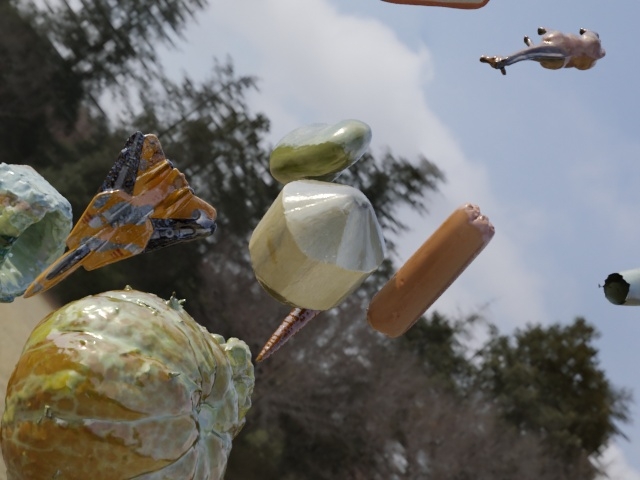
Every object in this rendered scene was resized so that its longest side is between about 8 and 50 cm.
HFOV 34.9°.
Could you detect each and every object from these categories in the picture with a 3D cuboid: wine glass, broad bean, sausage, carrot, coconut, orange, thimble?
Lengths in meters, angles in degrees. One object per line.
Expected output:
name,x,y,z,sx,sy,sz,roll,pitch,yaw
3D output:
wine glass,0.543,0.069,1.592,0.074,0.262,0.074,5,-84,57
broad bean,-0.005,-0.165,1.872,0.121,0.189,0.263,66,-18,0
sausage,0.187,0.056,1.758,0.086,0.289,0.086,35,21,-16
carrot,-0.048,0.151,1.860,0.048,0.216,0.048,32,-33,24
coconut,0.000,0.000,1.653,0.202,0.222,0.202,28,33,-20
orange,-0.242,0.223,1.258,0.329,0.249,0.329,-7,90,-69
thimble,-0.645,-0.017,2.102,0.167,0.254,0.288,37,-57,16

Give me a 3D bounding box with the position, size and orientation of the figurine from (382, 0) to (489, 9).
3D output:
figurine,0.138,-0.436,1.308,0.226,0.160,0.183,-102,-161,-47

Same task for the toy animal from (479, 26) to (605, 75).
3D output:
toy animal,0.372,-0.319,1.715,0.229,0.224,0.066,-83,179,-63

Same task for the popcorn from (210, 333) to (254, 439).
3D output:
popcorn,-0.292,0.286,1.960,0.279,0.336,0.274,-137,-142,-78

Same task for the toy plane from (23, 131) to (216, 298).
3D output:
toy plane,-0.339,-0.008,1.624,0.204,0.316,0.103,51,0,-3
